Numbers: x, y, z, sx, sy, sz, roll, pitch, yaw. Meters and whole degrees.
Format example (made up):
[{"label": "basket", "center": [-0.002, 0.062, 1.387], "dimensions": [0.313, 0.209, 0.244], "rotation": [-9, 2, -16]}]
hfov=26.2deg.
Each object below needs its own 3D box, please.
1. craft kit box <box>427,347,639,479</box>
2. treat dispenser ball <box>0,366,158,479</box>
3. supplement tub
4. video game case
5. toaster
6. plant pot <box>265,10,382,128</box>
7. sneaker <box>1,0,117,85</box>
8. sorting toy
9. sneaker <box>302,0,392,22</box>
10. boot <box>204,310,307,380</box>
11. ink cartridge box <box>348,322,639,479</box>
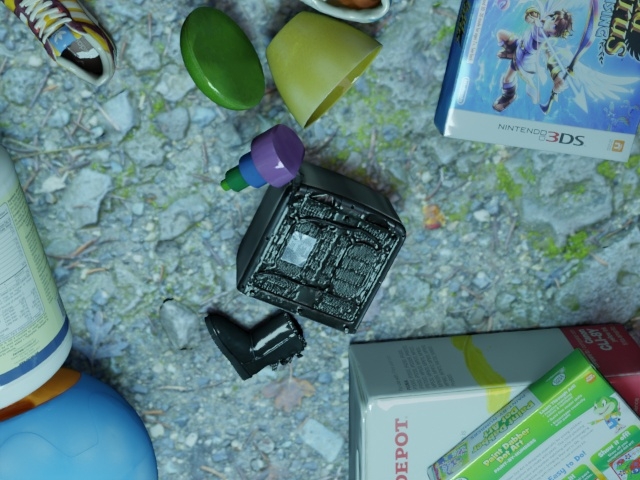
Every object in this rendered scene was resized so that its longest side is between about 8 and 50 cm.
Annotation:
[{"label": "craft kit box", "center": [0.305, 0.299, 1.725], "dimensions": [0.250, 0.061, 0.246], "rotation": [-40, 115, 8]}, {"label": "treat dispenser ball", "center": [-0.342, 0.297, 1.679], "dimensions": [0.288, 0.288, 0.288], "rotation": [-3, 114, -7]}, {"label": "supplement tub", "center": [-0.439, 0.018, 1.570], "dimensions": [0.235, 0.235, 0.325], "rotation": [-15, 115, -1]}, {"label": "video game case", "center": [0.286, -0.241, 1.653], "dimensions": [0.244, 0.061, 0.270], "rotation": [6, 113, -12]}, {"label": "toaster", "center": [0.000, 0.000, 1.692], "dimensions": [0.168, 0.110, 0.186], "rotation": [21, 110, -17]}, {"label": "plant pot", "center": [-0.007, -0.210, 1.599], "dimensions": [0.095, 0.134, 0.134], "rotation": [44, 103, 3]}, {"label": "sneaker", "center": [-0.300, -0.251, 1.551], "dimensions": [0.069, 0.084, 0.185], "rotation": [-44, 113, 12]}, {"label": "sorting toy", "center": [-0.161, -0.204, 1.566], "dimensions": [0.126, 0.127, 0.366], "rotation": [-27, 101, 30]}, {"label": "sneaker", "center": [-0.022, -0.315, 1.558], "dimensions": [0.228, 0.092, 0.087], "rotation": [17, 112, -14]}, {"label": "boot", "center": [-0.081, 0.121, 1.772], "dimensions": [0.099, 0.045, 0.121], "rotation": [-29, 122, 8]}, {"label": "ink cartridge box", "center": [0.231, 0.274, 1.821], "dimensions": [0.384, 0.160, 0.279], "rotation": [-4, 114, -7]}]
